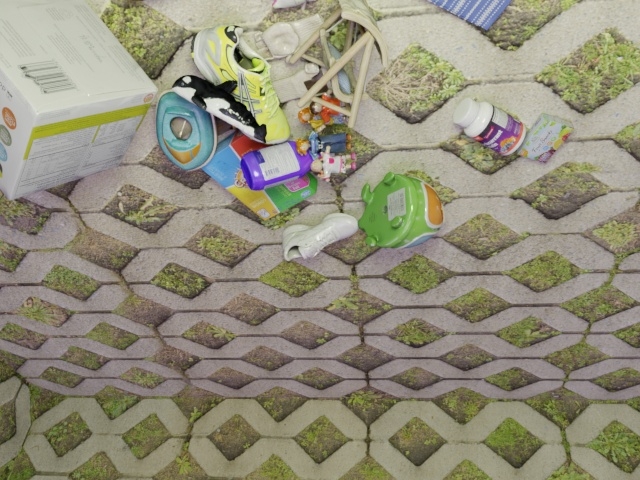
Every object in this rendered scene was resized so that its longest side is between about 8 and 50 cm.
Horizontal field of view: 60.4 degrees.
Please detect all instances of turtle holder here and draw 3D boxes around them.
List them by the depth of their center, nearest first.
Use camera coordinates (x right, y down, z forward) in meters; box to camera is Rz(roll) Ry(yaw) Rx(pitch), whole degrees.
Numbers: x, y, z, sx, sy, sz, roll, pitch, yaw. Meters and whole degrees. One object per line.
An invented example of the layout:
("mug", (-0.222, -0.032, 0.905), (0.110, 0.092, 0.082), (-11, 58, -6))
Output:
("turtle holder", (0.261, -0.066, 1.808), (0.227, 0.243, 0.320), (8, 133, -30))

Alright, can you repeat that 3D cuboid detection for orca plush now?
("orca plush", (-0.243, -0.365, 1.414), (0.287, 0.151, 0.102), (34, 102, 22))

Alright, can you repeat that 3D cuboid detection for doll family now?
("doll family", (0.009, -0.310, 1.608), (0.163, 0.118, 0.263), (-8, 112, -17))

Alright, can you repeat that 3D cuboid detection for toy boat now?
("toy boat", (-0.467, -0.322, 1.638), (0.318, 0.148, 0.268), (6, 128, 5))

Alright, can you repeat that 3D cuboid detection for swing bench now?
("swing bench", (0.055, -0.461, 1.333), (0.165, 0.253, 0.255), (17, 128, -21))

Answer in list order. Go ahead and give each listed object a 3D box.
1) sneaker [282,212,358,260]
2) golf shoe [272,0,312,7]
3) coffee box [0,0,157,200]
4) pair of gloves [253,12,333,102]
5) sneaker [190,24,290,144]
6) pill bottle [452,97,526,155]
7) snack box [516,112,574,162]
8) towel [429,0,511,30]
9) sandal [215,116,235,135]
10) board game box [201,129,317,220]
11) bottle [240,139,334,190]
("sneaker", (0.000, 0.000, 1.974), (0.305, 0.152, 0.114), (-17, 132, 21))
("golf shoe", (-0.118, -0.666, 1.254), (0.140, 0.115, 0.306), (-13, 135, 25))
("coffee box", (-0.696, -0.365, 1.395), (0.338, 0.338, 0.334), (51, 131, 5))
("pair of gloves", (-0.061, -0.487, 1.503), (0.204, 0.042, 0.240), (-7, 137, 15))
("sneaker", (-0.189, -0.411, 1.507), (0.147, 0.145, 0.385), (-4, 143, 36))
("pill bottle", (0.480, -0.330, 1.576), (0.193, 0.108, 0.108), (23, 136, -19))
("snack box", (0.667, -0.303, 1.641), (0.100, 0.037, 0.141), (15, 138, -10))
("towel", (0.327, -0.658, 1.272), (0.335, 0.040, 0.243), (18, 136, -20))
("sandal", (-0.279, -0.362, 1.664), (0.180, 0.049, 0.072), (-28, 128, 33))
("board game box", (-0.201, -0.220, 1.807), (0.242, 0.064, 0.316), (-26, 130, 31))
("bottle", (-0.095, -0.240, 1.668), (0.282, 0.118, 0.092), (-20, 169, -21))
